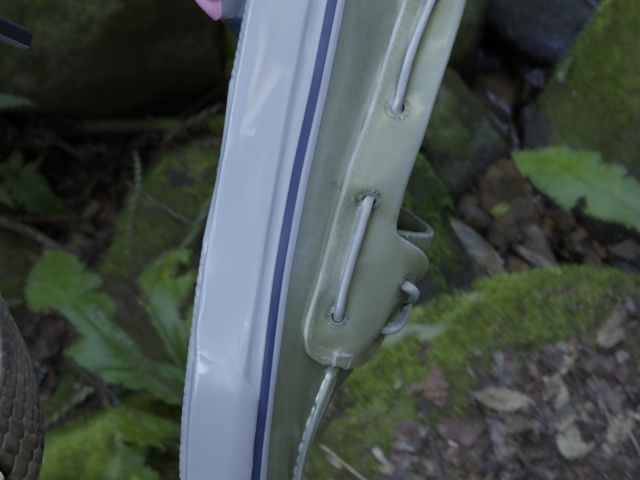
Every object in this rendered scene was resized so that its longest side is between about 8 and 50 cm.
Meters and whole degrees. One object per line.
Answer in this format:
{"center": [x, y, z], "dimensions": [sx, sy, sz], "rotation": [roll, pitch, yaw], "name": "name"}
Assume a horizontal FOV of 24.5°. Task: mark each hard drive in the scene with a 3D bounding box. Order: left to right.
{"center": [-0.356, -0.224, 1.425], "dimensions": [0.094, 0.135, 0.022], "rotation": [20, 90, 33], "name": "hard drive"}

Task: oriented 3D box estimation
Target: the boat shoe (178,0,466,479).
{"center": [0.000, 0.000, 0.618], "dimensions": [0.094, 0.109, 0.302], "rotation": [9, 106, -2], "name": "boat shoe"}

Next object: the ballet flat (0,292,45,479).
{"center": [-0.152, 0.003, 0.525], "dimensions": [0.084, 0.058, 0.250], "rotation": [-7, 103, -4], "name": "ballet flat"}

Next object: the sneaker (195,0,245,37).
{"center": [-0.001, -0.194, 0.801], "dimensions": [0.131, 0.319, 0.112], "rotation": [29, 60, -5], "name": "sneaker"}
